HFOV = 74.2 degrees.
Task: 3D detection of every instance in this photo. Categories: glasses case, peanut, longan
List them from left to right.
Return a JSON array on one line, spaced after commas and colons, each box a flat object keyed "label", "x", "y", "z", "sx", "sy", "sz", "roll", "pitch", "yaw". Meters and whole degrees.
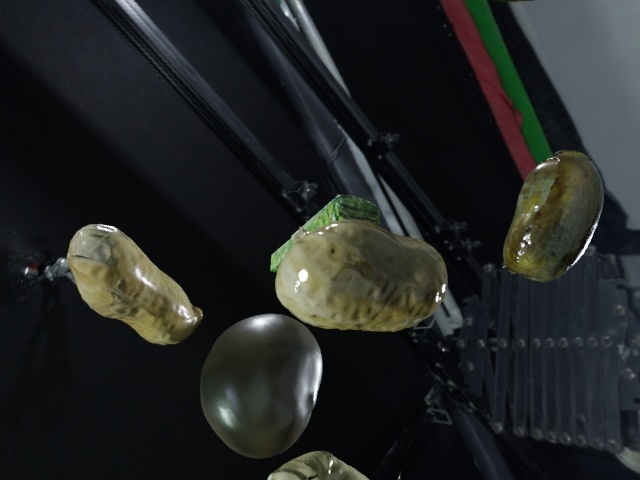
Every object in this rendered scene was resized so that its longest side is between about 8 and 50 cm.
[{"label": "peanut", "x": -0.231, "y": 0.062, "z": 0.533, "sx": 0.214, "sy": 0.100, "sz": 0.099, "roll": 53, "pitch": -132, "yaw": -45}, {"label": "longan", "x": -0.096, "y": 0.227, "z": 0.679, "sx": 0.197, "sy": 0.197, "sz": 0.219, "roll": 26, "pitch": -127, "yaw": -31}, {"label": "glasses case", "x": 0.000, "y": 0.000, "z": 0.865, "sx": 0.096, "sy": 0.272, "sz": 0.062, "roll": 18, "pitch": -123, "yaw": -28}, {"label": "peanut", "x": 0.053, "y": 0.042, "z": 0.491, "sx": 0.225, "sy": 0.129, "sz": 0.129, "roll": 13, "pitch": -110, "yaw": -31}]

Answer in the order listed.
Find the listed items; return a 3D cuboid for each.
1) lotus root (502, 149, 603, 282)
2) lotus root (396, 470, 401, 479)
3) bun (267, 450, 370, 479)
[{"label": "lotus root", "x": 0.483, "y": -0.046, "z": 0.874, "sx": 0.152, "sy": 0.160, "sz": 0.274, "roll": 19, "pitch": -88, "yaw": 10}, {"label": "lotus root", "x": -0.001, "y": 0.322, "z": 0.327, "sx": 0.154, "sy": 0.154, "sz": 0.278, "roll": 42, "pitch": -132, "yaw": -22}, {"label": "bun", "x": -0.004, "y": 0.427, "z": 0.630, "sx": 0.238, "sy": 0.116, "sz": 0.209, "roll": -9, "pitch": -135, "yaw": -18}]
